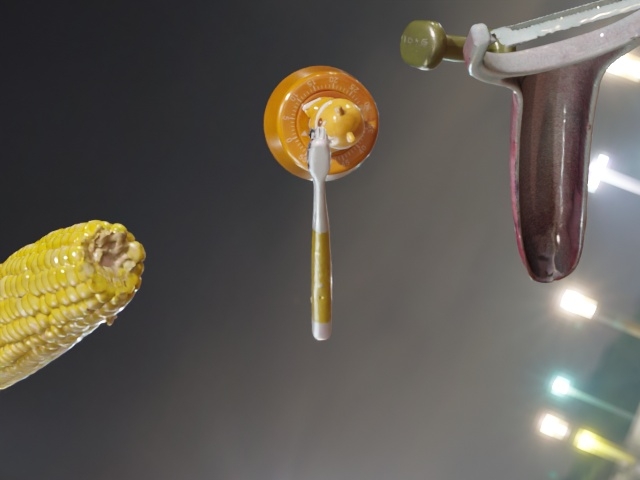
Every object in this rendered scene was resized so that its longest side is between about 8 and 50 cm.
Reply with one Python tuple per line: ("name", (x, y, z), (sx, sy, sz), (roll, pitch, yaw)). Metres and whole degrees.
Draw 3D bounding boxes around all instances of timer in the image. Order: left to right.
("timer", (0.012, -0.129, 1.738), (0.152, 0.132, 0.132), (-158, 90, -79))

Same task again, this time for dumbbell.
("dumbbell", (0.128, -0.178, 1.464), (0.118, 0.052, 0.046), (0, -77, -41))

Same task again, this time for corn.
("corn", (-0.170, 0.041, 0.919), (0.206, 0.067, 0.067), (-27, 23, 48))

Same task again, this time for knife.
("knife", (0.133, -0.058, 0.827), (0.278, 0.123, 0.053), (81, 177, -65))

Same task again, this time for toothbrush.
("toothbrush", (0.000, 0.000, 1.435), (0.288, 0.021, 0.024), (89, -175, -51))
